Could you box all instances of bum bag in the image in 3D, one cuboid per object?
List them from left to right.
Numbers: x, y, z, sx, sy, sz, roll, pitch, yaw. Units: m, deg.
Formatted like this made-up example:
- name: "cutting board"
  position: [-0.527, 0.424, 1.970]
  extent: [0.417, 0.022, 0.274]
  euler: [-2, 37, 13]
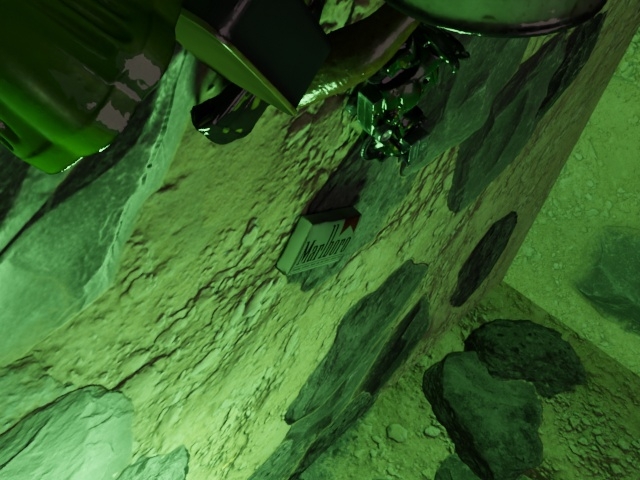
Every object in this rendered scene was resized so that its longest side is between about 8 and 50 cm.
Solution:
- name: "bum bag"
  position: [-0.061, -0.211, 0.825]
  extent: [0.232, 0.060, 0.107]
  euler: [-53, 167, 6]

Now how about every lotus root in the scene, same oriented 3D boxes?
- name: "lotus root"
  position: [-0.216, -0.164, 0.497]
  extent: [0.186, 0.186, 0.186]
  euler: [-42, 156, -24]

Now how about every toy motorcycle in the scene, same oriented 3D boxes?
- name: "toy motorcycle"
  position: [0.134, -0.233, 1.104]
  extent: [0.187, 0.125, 0.274]
  euler: [-33, 155, -19]

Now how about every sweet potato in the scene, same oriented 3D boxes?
- name: "sweet potato"
  position: [0.045, -0.236, 0.869]
  extent: [0.244, 0.077, 0.077]
  euler: [-27, 168, 25]

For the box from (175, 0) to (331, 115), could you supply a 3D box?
- name: "box"
  position: [-0.082, -0.214, 0.672]
  extent: [0.090, 0.144, 0.201]
  euler: [-56, 156, 0]

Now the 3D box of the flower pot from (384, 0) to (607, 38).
- name: "flower pot"
  position: [0.197, -0.422, 0.724]
  extent: [0.294, 0.294, 0.330]
  euler: [-40, 151, -29]

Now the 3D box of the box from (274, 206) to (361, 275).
- name: "box"
  position: [0.000, 0.000, 1.291]
  extent: [0.177, 0.036, 0.115]
  euler: [-14, 136, -56]
